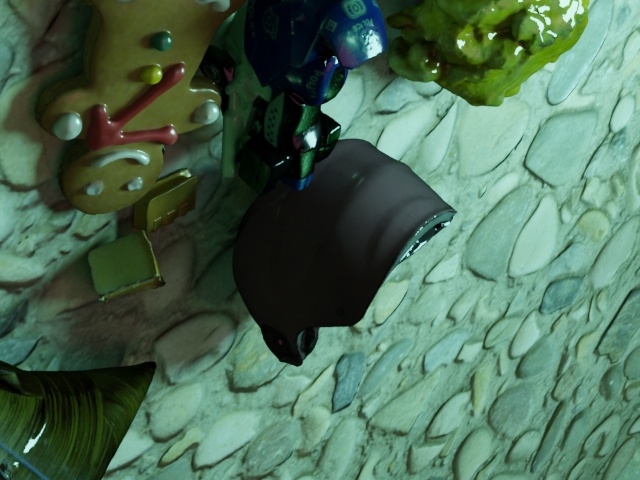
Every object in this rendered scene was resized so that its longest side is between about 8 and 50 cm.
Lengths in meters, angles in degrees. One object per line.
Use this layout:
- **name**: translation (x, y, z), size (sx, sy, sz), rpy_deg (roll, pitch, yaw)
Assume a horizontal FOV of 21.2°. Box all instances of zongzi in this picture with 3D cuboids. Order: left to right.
- **zongzi**: translation (-0.342, 0.162, 1.880), size (0.432, 0.208, 0.403), rpy_deg (-53, 144, -36)

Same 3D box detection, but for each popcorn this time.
- **popcorn**: translation (0.206, -0.285, 2.152), size (0.266, 0.192, 0.233), rpy_deg (-16, 155, -12)

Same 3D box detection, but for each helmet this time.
- **helmet**: translation (0.000, 0.000, 2.109), size (0.271, 0.197, 0.338), rpy_deg (-47, -175, -27)

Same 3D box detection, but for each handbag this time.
- **handbag**: translation (-0.180, -0.044, 2.001), size (0.083, 0.027, 0.061), rpy_deg (-29, 142, -35)

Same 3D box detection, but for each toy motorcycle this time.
- **toy motorcycle**: translation (-0.028, -0.196, 1.875), size (0.125, 0.196, 0.331), rpy_deg (-31, 149, -36)

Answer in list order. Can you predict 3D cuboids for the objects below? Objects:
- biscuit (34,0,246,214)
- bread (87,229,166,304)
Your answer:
- **biscuit**: translation (-0.189, -0.152, 1.803), size (0.216, 0.047, 0.339), rpy_deg (-1, 132, -34)
- **bread**: translation (-0.222, 0.055, 1.982), size (0.084, 0.080, 0.109), rpy_deg (-18, 141, -3)
